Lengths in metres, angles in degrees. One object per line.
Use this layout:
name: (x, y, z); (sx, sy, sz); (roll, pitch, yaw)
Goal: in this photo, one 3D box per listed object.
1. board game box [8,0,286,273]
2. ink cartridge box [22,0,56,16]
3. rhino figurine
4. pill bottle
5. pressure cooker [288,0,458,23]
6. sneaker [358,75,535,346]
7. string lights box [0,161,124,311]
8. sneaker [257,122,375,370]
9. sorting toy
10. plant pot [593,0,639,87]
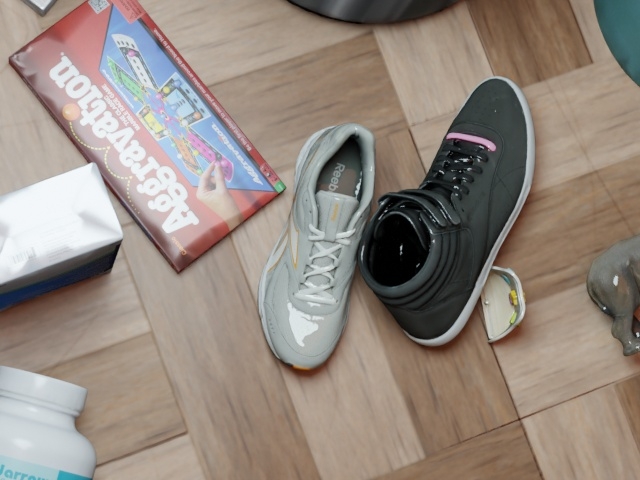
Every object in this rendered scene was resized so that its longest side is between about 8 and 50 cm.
board game box: (-0.179, -0.119, 1.665); (0.145, 0.027, 0.281); (-39, 90, -11)
ink cartridge box: (-0.281, -0.281, 1.669); (0.048, 0.028, 0.083); (37, 78, -3)
rhino figurine: (0.387, 0.016, 1.717); (0.243, 0.073, 0.106); (-33, 92, -14)
pill bottle: (-0.300, 0.257, 1.531); (0.146, 0.146, 0.264); (15, 80, -7)
pressure cooker: (0.081, -0.430, 1.551); (0.376, 0.420, 0.369); (2, 83, -8)
sneaker: (0.131, -0.048, 1.634); (0.105, 0.147, 0.295); (15, 79, 29)
string lights box: (-0.264, 0.005, 1.514); (0.133, 0.260, 0.076); (-21, 87, -12)
sneaker: (0.000, 0.000, 1.629); (0.099, 0.121, 0.262); (10, 81, -7)
sorting toy: (0.195, 0.061, 1.676); (0.045, 0.075, 0.083); (-10, 84, -10)
plant pot: (0.462, -0.291, 1.689); (0.293, 0.235, 0.293); (1, 83, -9)
